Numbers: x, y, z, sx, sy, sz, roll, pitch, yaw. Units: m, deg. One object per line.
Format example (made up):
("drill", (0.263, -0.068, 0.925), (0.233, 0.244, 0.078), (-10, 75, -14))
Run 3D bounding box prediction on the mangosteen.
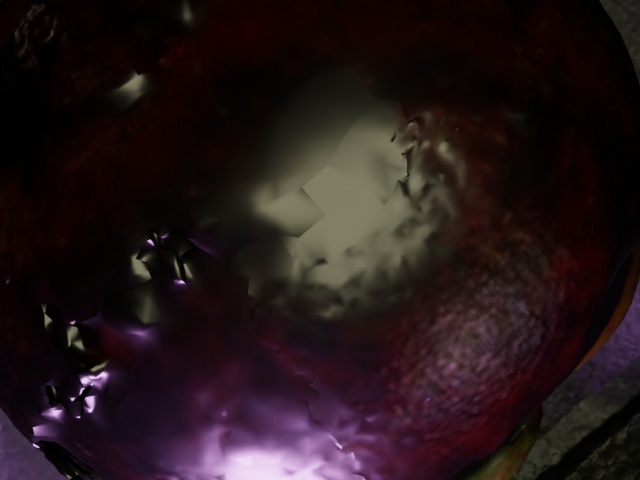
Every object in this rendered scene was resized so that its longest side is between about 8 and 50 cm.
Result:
("mangosteen", (-0.017, -0.017, 0.773), (0.381, 0.421, 0.381), (-2, 72, 6))
